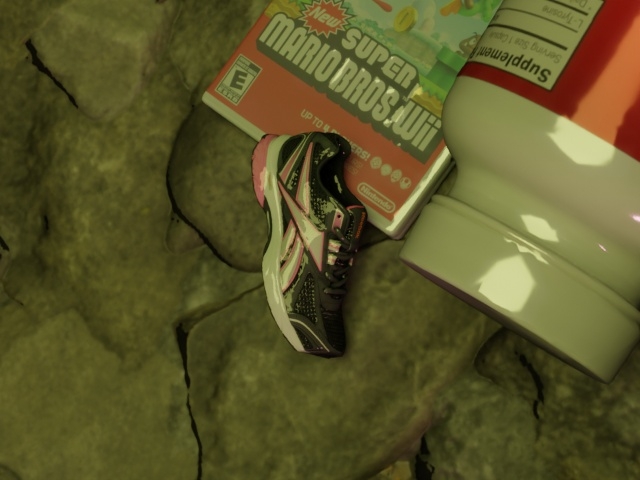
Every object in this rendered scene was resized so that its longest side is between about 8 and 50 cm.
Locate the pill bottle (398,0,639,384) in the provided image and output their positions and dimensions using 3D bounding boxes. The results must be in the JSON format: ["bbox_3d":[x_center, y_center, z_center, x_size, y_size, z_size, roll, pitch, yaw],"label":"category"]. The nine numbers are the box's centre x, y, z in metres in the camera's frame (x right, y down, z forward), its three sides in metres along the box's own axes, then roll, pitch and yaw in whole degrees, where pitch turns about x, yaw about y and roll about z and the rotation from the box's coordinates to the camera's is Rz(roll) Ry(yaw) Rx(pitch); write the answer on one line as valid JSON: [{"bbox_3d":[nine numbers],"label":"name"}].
[{"bbox_3d":[0.230,-0.118,1.339,0.229,0.229,0.408,30,89,22],"label":"pill bottle"}]

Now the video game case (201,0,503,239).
[{"bbox_3d":[0.065,-0.170,1.514,0.204,0.025,0.285,36,90,22],"label":"video game case"}]

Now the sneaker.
[{"bbox_3d":[0.000,0.000,1.456,0.077,0.072,0.178,-12,87,26],"label":"sneaker"}]
